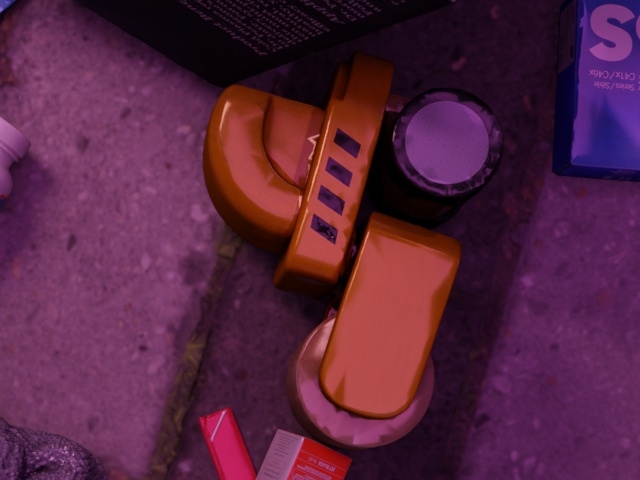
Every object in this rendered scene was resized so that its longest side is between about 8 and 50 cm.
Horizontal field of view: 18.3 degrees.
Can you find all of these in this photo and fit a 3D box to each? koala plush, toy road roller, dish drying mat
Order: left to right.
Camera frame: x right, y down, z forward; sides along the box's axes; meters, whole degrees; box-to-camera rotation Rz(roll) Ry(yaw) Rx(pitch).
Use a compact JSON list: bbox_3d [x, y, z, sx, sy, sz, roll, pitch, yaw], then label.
[{"bbox_3d":[-0.313,0.176,1.660,0.203,0.196,0.221,-34,87,-26],"label":"koala plush"},{"bbox_3d":[-0.080,0.192,1.762,0.032,0.008,0.083,-20,86,-8],"label":"dish drying mat"},{"bbox_3d":[0.000,0.000,1.693,0.241,0.202,0.329,16,81,-3],"label":"toy road roller"}]

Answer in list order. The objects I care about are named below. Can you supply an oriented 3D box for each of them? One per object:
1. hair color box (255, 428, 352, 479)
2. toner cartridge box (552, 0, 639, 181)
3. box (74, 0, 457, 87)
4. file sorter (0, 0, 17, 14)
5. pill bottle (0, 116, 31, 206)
[{"bbox_3d":[-0.038,0.252,1.715,0.053,0.093,0.167,27,83,-14],"label":"hair color box"},{"bbox_3d":[0.392,-0.131,1.808,0.348,0.075,0.165,4,85,-5],"label":"toner cartridge box"},{"bbox_3d":[-0.005,-0.414,1.549,0.297,0.472,0.480,32,76,-19],"label":"box"},{"bbox_3d":[-0.339,-0.236,1.734,0.170,0.104,0.118,-41,90,-8],"label":"file sorter"},{"bbox_3d":[-0.324,-0.039,1.723,0.087,0.087,0.160,36,82,-1],"label":"pill bottle"}]
